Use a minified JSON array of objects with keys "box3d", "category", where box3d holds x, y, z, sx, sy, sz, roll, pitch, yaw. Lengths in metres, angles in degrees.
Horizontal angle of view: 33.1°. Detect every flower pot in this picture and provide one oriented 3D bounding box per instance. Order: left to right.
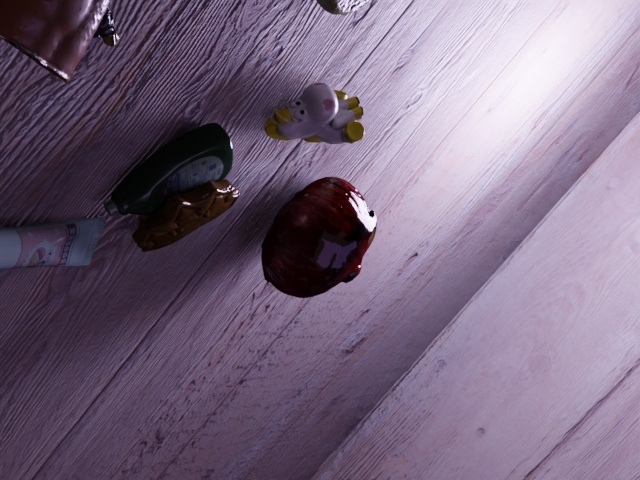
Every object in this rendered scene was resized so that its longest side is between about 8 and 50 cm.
[{"box3d":[-0.292,-0.283,1.088,0.173,0.190,0.190,-58,156,0],"category":"flower pot"}]

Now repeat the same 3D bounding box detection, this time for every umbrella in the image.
[{"box3d":[-0.274,-0.280,1.271,0.037,0.040,0.144,-34,153,-5],"category":"umbrella"}]

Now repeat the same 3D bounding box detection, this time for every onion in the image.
[{"box3d":[0.000,0.000,2.006,0.246,0.190,0.246,-47,175,-6],"category":"onion"}]

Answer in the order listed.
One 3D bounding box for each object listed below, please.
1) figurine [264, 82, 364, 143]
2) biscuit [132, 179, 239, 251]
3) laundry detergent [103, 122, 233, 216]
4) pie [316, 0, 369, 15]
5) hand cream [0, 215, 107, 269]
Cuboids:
[{"box3d":[-0.012,-0.200,1.782,0.129,0.109,0.178,-30,161,28],"category":"figurine"},{"box3d":[-0.211,-0.038,1.694,0.182,0.034,0.215,-32,173,-3],"category":"biscuit"},{"box3d":[-0.233,-0.089,1.635,0.211,0.063,0.137,-33,161,-23],"category":"laundry detergent"},{"box3d":[0.063,-0.413,1.589,0.187,0.041,0.187,-34,154,-19],"category":"pie"},{"box3d":[-0.427,0.007,1.505,0.331,0.058,0.085,-9,122,-61],"category":"hand cream"}]
